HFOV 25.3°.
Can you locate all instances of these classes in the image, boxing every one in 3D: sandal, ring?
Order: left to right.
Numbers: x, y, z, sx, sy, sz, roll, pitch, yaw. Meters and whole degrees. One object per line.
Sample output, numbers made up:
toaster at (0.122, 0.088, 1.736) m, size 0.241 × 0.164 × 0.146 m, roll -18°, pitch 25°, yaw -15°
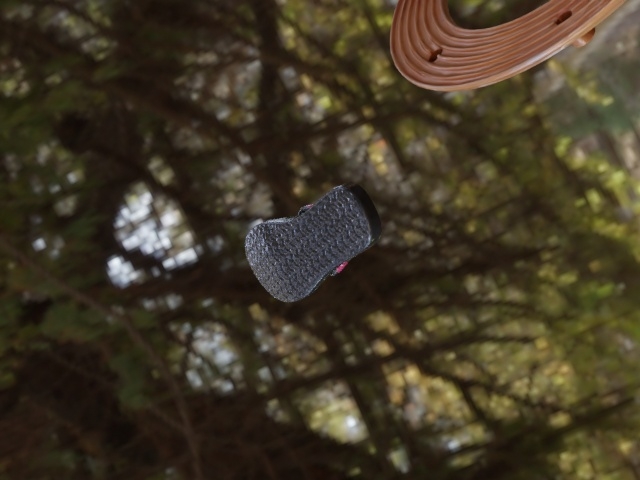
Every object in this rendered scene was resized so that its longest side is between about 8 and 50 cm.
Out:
sandal at (0.000, 0.000, 1.081) m, size 0.040 × 0.179 × 0.067 m, roll -28°, pitch -90°, yaw -36°
ring at (0.192, -0.247, 1.153) m, size 0.032 × 0.336 × 0.337 m, roll 40°, pitch -153°, yaw -27°
